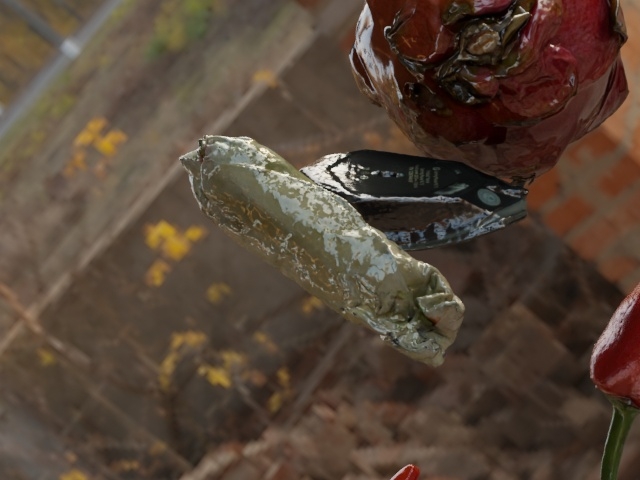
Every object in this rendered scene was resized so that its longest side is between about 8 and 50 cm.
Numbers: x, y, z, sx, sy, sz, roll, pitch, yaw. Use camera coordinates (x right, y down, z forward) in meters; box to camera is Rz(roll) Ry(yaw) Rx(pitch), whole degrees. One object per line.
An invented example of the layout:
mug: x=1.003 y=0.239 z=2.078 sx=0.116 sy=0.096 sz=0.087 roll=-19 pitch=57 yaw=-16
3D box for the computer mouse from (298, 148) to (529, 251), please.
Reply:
computer mouse: x=0.069 y=-0.025 z=1.380 sx=0.106 sy=0.192 sz=0.062 roll=-72 pitch=-12 yaw=-65

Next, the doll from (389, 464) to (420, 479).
doll: x=0.023 y=0.253 z=1.306 sx=0.169 sy=0.057 sz=0.109 roll=-38 pitch=30 yaw=12

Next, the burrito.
burrito: x=-0.001 y=0.000 z=0.942 sx=0.058 sy=0.188 sz=0.045 roll=-59 pitch=-16 yaw=16

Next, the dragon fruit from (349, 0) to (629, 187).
dragon fruit: x=0.144 y=-0.168 z=1.470 sx=0.250 sy=0.250 sz=0.315 roll=-54 pitch=-19 yaw=-18

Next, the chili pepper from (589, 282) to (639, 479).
chili pepper: x=0.322 y=0.039 z=1.269 sx=0.368 sy=0.137 sz=0.092 roll=-38 pitch=-19 yaw=17
